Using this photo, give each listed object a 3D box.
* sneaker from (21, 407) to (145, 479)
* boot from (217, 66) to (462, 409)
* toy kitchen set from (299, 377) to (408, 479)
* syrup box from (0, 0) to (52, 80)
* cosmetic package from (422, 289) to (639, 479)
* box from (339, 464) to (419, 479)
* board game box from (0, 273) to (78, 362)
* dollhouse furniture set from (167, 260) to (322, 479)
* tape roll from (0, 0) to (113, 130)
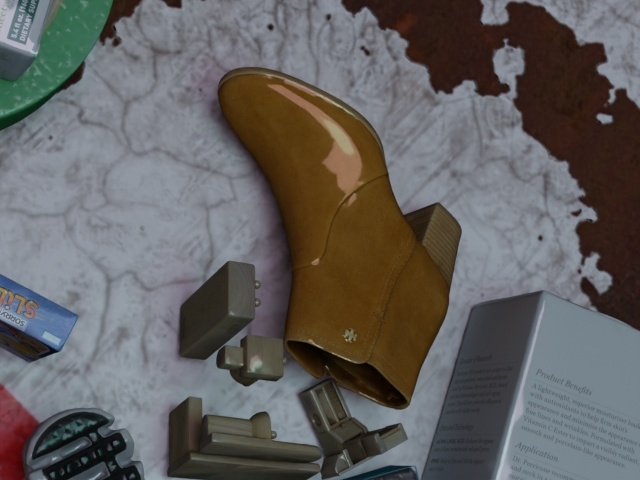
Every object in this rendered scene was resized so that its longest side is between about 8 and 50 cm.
[{"bbox_3d":[-0.174,0.279,1.329,0.110,0.118,0.292,-18,92,-28],"label":"sneaker"},{"bbox_3d":[0.000,0.001,1.420,0.295,0.104,0.211,38,52,-19],"label":"boot"},{"bbox_3d":[0.017,0.165,1.427,0.068,0.083,0.075,-24,91,-36],"label":"toy kitchen set"},{"bbox_3d":[-0.334,-0.216,1.273,0.236,0.096,0.093,19,76,-18],"label":"syrup box"},{"bbox_3d":[0.210,0.161,1.471,0.151,0.151,0.184,23,75,-17],"label":"cosmetic package"},{"bbox_3d":[-0.021,0.277,1.415,0.244,0.060,0.101,-13,87,-22],"label":"box"},{"bbox_3d":[-0.305,0.035,1.305,0.201,0.136,0.035,29,73,-14],"label":"board game box"},{"bbox_3d":[-0.050,0.121,1.399,0.123,0.144,0.151,10,64,-24],"label":"dollhouse furniture set"},{"bbox_3d":[-0.337,-0.245,1.369,0.321,0.077,0.321,3,81,-21],"label":"tape roll"}]
